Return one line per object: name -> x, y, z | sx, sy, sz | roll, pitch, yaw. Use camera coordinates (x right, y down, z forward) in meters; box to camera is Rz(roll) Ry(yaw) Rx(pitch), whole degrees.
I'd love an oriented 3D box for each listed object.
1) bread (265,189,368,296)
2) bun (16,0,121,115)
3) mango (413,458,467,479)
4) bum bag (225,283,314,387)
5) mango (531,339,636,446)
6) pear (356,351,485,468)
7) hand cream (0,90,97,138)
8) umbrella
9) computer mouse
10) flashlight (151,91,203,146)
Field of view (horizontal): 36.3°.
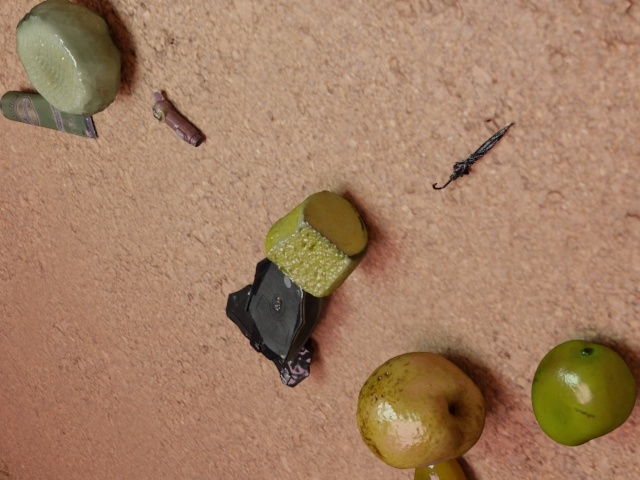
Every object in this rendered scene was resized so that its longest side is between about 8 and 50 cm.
bread -> 0.000, 0.000, 1.353 | 0.129, 0.111, 0.114 | 36, 140, -9
bun -> -0.388, -0.296, 1.544 | 0.195, 0.118, 0.195 | 33, 145, 27
mango -> 0.184, 0.380, 1.486 | 0.103, 0.076, 0.161 | 7, 115, 53
bum bag -> -0.081, 0.152, 1.620 | 0.198, 0.049, 0.087 | 45, 124, 18
mango -> 0.307, 0.184, 1.173 | 0.117, 0.089, 0.163 | 49, 144, 8
pear -> 0.142, 0.236, 1.338 | 0.178, 0.178, 0.178 | 29, 137, 31
hand cream -> -0.502, -0.237, 1.779 | 0.235, 0.055, 0.086 | 13, 131, 33
umbrella -> 0.182, -0.097, 1.151 | 0.149, 0.022, 0.022 | -39, 50, 46
computer mouse -> -0.046, 0.097, 1.512 | 0.126, 0.071, 0.231 | 49, 142, 26
flashlight -> -0.228, -0.184, 1.526 | 0.110, 0.031, 0.052 | 42, 142, 17
